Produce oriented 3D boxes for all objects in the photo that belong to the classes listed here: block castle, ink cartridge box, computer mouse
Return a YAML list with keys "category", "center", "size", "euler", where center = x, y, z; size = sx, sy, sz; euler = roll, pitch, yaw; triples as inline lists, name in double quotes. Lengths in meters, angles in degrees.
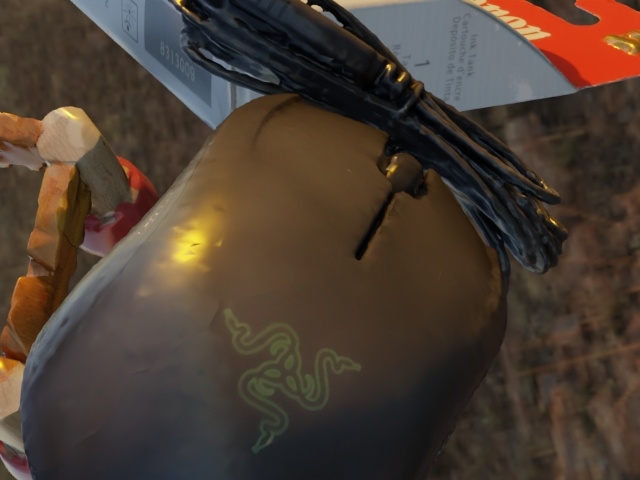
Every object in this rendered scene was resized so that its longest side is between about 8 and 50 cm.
- category: "block castle"
  center: [-0.386, 0.036, 1.217]
  size: [0.213, 0.453, 0.303]
  euler: [75, -156, -66]
- category: "ink cartridge box"
  center: [0.042, -0.187, 0.987]
  size: [0.308, 0.385, 0.091]
  euler: [42, 136, 49]
- category: "computer mouse"
  center: [0.000, 0.000, 0.461]
  size: [0.072, 0.188, 0.272]
  euler: [-49, 9, 39]
